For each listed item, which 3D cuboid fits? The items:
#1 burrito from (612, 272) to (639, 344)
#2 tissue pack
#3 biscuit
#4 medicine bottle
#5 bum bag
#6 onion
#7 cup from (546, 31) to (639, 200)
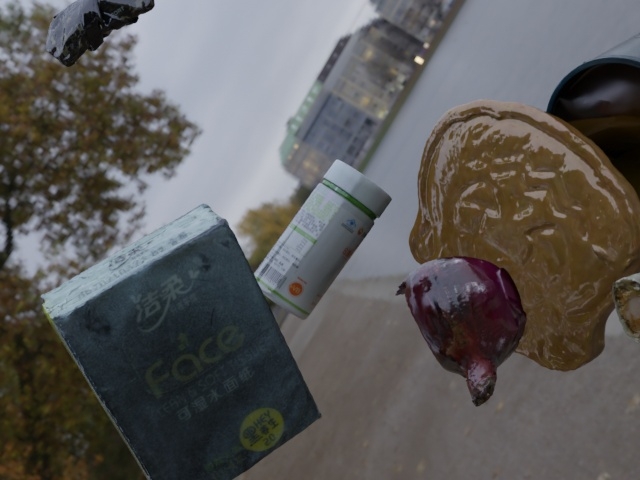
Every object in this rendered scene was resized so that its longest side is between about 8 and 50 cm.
[{"bbox_3d":[0.396,0.056,1.090,0.226,0.087,0.060,-15,3,-40],"label":"burrito"},{"bbox_3d":[-0.130,0.117,1.000,0.185,0.257,0.081,-32,29,-16],"label":"tissue pack"},{"bbox_3d":[0.283,-0.014,1.492,0.062,0.385,0.365,-14,-52,-43],"label":"biscuit"},{"bbox_3d":[0.000,0.000,1.232,0.183,0.086,0.086,-54,0,0],"label":"medicine bottle"},{"bbox_3d":[-0.371,-0.387,1.735,0.248,0.069,0.102,-33,51,20],"label":"bum bag"},{"bbox_3d":[0.197,0.108,1.279,0.135,0.173,0.198,-35,50,11],"label":"onion"},{"bbox_3d":[0.544,-0.186,1.565,0.292,0.308,0.242,-34,-21,-42],"label":"cup"}]
